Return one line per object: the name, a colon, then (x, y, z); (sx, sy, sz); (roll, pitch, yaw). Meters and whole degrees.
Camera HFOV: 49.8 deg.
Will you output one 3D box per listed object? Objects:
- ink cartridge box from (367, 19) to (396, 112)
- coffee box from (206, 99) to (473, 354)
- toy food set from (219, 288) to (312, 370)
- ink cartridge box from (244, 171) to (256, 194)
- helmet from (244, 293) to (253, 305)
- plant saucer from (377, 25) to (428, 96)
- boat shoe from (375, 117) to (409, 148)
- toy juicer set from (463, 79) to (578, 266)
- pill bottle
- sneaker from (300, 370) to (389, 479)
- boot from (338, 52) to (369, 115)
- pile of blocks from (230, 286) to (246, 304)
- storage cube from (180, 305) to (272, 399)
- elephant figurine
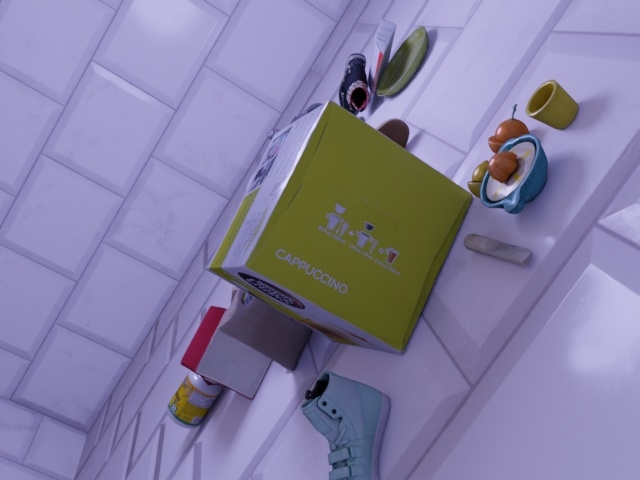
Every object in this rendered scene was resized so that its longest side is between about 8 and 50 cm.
ink cartridge box: (0.174, -0.550, 2.177); (0.189, 0.066, 0.232); (98, -164, -57)
coffee box: (0.024, -0.012, 1.346); (0.338, 0.337, 0.334); (-63, 17, -12)
toy food set: (-0.099, 0.159, 1.592); (0.092, 0.306, 0.220); (20, 76, 30)
ink cartridge box: (-0.093, -0.177, 2.162); (0.232, 0.171, 0.168); (-34, 22, 23)
helmet: (-0.119, 0.164, 1.785); (0.169, 0.161, 0.169); (-52, 18, 25)
plant saucer: (0.255, -0.531, 2.077); (0.241, 0.037, 0.241); (-52, 19, 26)
boat shoe: (0.127, -0.207, 1.787); (0.285, 0.104, 0.089); (-53, 19, 28)
toy juicer set: (0.293, -0.099, 1.138); (0.209, 0.089, 0.329); (-25, 39, 63)
pill bottle: (-0.373, 0.463, 2.112); (0.208, 0.117, 0.117); (-56, 17, 15)
sneaker: (0.018, 0.336, 1.107); (0.094, 0.151, 0.256); (-40, 27, 46)
boot: (0.108, -0.465, 2.248); (0.236, 0.085, 0.179); (99, 172, -48)
pile of blocks: (-0.156, 0.102, 2.026); (0.362, 0.149, 0.113); (-55, 17, 15)
storage cube: (-0.247, 0.306, 1.889); (0.215, 0.183, 0.193); (-63, 18, -13)
elephant figurine: (-0.019, -0.366, 2.249); (0.186, 0.239, 0.169); (-63, 16, -11)
